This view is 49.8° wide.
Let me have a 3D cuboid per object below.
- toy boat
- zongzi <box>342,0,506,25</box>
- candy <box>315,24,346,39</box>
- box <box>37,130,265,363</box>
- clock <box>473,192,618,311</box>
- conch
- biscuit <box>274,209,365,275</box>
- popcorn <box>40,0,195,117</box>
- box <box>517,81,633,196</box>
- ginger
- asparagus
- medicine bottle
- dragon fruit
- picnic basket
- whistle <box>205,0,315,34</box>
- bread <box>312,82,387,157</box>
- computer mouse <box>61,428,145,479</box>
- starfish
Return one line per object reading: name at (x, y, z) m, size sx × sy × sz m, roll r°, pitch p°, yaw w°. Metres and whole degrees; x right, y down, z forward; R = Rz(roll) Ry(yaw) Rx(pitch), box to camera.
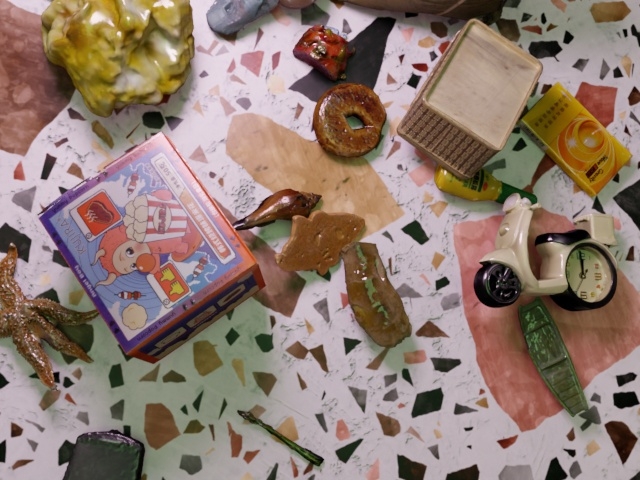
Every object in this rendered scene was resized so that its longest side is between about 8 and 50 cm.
toy boat at (0.555, 0.282, 1.673) m, size 0.093 × 0.055 × 0.293 m, roll -23°, pitch 85°, yaw -9°
zongzi at (0.256, -0.657, 1.521) m, size 0.466 × 0.500 × 0.218 m, roll -7°, pitch 79°, yaw -8°
candy at (0.024, -0.515, 1.718) m, size 0.083 × 0.020 × 0.030 m, roll 11°, pitch 79°, yaw -4°
box at (-0.345, 0.027, 1.466) m, size 0.318 × 0.257 × 0.349 m, roll -34°, pitch 78°, yaw -7°
clock at (0.537, 0.035, 1.645) m, size 0.378 × 0.120 × 0.277 m, roll 8°, pitch 76°, yaw -21°
conch at (-0.102, -0.076, 1.619) m, size 0.232 × 0.086 × 0.080 m, roll -11°, pitch 85°, yaw -10°
biscuit at (0.000, 0.000, 1.627) m, size 0.250 × 0.035 × 0.163 m, roll -24°, pitch 115°, yaw -22°
popcorn at (-0.444, -0.466, 1.558) m, size 0.334 × 0.292 × 0.294 m, roll -39°, pitch 133°, yaw -11°
box at (0.644, -0.256, 1.751) m, size 0.152 × 0.043 × 0.269 m, roll -44°, pitch 90°, yaw -9°
ginger at (0.123, 0.128, 1.613) m, size 0.116 × 0.109 × 0.263 m, roll -22°, pitch 85°, yaw 18°
asparagus at (-0.093, 0.453, 1.593) m, size 0.232 × 0.023 × 0.022 m, roll 33°, pitch 36°, yaw -2°
medicine bottle at (0.408, -0.130, 1.699) m, size 0.260 × 0.064 × 0.095 m, roll 18°, pitch 66°, yaw -9°
dragon fruit at (0.012, -0.465, 1.674) m, size 0.147 × 0.096 × 0.102 m, roll 23°, pitch 78°, yaw -6°
picnic basket at (0.356, -0.333, 1.642) m, size 0.228 × 0.175 × 0.313 m, roll 33°, pitch 65°, yaw -2°
whistle at (-0.124, -0.613, 1.646) m, size 0.347 × 0.189 × 0.189 m, roll -32°, pitch 88°, yaw 2°
bread at (0.069, -0.292, 1.680) m, size 0.193 × 0.064 × 0.193 m, roll 1°, pitch 86°, yaw -13°
computer mouse at (-0.482, 0.564, 1.504) m, size 0.168 × 0.087 × 0.295 m, roll 10°, pitch 70°, yaw 1°
starfish at (-0.641, 0.205, 1.525) m, size 0.293 × 0.084 × 0.302 m, roll 30°, pitch 77°, yaw -1°
